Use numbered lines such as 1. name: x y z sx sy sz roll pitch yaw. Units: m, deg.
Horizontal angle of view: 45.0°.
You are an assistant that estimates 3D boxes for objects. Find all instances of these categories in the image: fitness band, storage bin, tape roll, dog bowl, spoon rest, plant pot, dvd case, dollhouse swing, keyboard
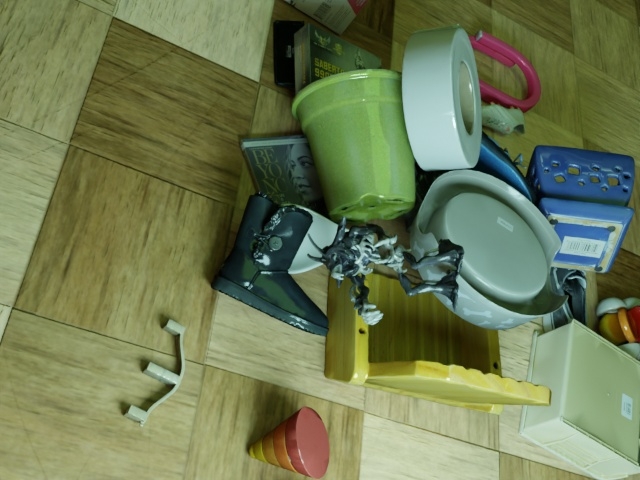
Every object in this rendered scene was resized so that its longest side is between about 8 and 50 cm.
1. fitness band: 0.484 -0.462 2.127 0.291 0.054 0.209 21 56 -21
2. storage bin: 0.595 0.355 1.715 0.260 0.123 0.262 32 52 -15
3. tape roll: 0.251 -0.285 1.568 0.286 0.100 0.286 -3 90 -66
4. dog bowl: 0.332 0.024 1.549 0.349 0.102 0.349 18 48 -21
5. spoon rest: 0.000 0.000 1.541 0.276 0.084 0.137 3 84 -33
6. plant pot: 0.089 -0.176 1.600 0.276 0.276 0.254 2 74 -32
7. plant pot: 0.595 -0.061 1.802 0.236 0.236 0.212 8 46 6
8. dvd case: -0.063 -0.120 1.617 0.164 0.018 0.221 -9 70 -36
9. dollhouse swing: 0.232 0.173 1.465 0.347 0.305 0.315 17 58 -23
10. keyboard: -0.060 -0.425 1.783 0.100 0.038 0.192 1 64 -6

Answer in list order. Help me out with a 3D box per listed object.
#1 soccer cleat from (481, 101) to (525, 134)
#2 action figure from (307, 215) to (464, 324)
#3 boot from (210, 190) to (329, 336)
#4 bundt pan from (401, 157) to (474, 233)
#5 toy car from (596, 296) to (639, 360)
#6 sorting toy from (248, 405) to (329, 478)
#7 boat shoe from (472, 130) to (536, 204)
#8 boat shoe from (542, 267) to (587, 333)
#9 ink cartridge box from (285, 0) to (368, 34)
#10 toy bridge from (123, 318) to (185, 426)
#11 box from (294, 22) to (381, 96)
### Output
1. soccer cleat: 0.473 -0.317 2.035 0.196 0.068 0.076 -3 70 -37
2. action figure: 0.106 0.048 1.343 0.276 0.164 0.141 6 32 5
3. boot: -0.057 0.044 1.436 0.246 0.094 0.207 27 82 -11
4. bundt pan: 0.310 -0.078 1.764 0.331 0.124 0.331 14 59 -25
5. toy car: 0.781 0.208 1.900 0.182 0.136 0.159 3 64 -31
6. sorting toy: -0.053 0.463 1.262 0.127 0.126 0.365 34 46 -59
7. boat shoe: 0.396 -0.180 1.728 0.258 0.109 0.089 52 47 -1
8. boat shoe: 0.593 0.099 1.861 0.108 0.102 0.301 23 55 -21
9. ink cartridge box: -0.001 -0.626 1.828 0.237 0.172 0.100 27 53 -17
10. toy bridge: -0.266 0.227 1.298 0.063 0.026 0.188 30 53 -17
11. box: 0.046 -0.365 1.757 0.231 0.056 0.183 16 64 -38
